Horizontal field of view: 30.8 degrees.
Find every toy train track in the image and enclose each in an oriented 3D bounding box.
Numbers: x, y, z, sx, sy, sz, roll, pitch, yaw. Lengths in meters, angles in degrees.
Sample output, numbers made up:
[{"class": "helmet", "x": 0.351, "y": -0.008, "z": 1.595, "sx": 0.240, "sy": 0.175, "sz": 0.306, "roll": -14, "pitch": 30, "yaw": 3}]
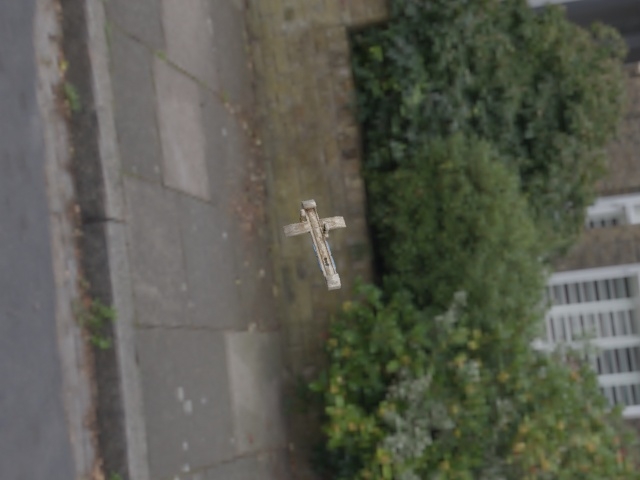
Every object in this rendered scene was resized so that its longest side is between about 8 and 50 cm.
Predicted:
[{"class": "toy train track", "x": 0.000, "y": 0.000, "z": 0.881, "sx": 0.014, "sy": 0.048, "sz": 0.083, "roll": 95, "pitch": -18, "yaw": -54}]
